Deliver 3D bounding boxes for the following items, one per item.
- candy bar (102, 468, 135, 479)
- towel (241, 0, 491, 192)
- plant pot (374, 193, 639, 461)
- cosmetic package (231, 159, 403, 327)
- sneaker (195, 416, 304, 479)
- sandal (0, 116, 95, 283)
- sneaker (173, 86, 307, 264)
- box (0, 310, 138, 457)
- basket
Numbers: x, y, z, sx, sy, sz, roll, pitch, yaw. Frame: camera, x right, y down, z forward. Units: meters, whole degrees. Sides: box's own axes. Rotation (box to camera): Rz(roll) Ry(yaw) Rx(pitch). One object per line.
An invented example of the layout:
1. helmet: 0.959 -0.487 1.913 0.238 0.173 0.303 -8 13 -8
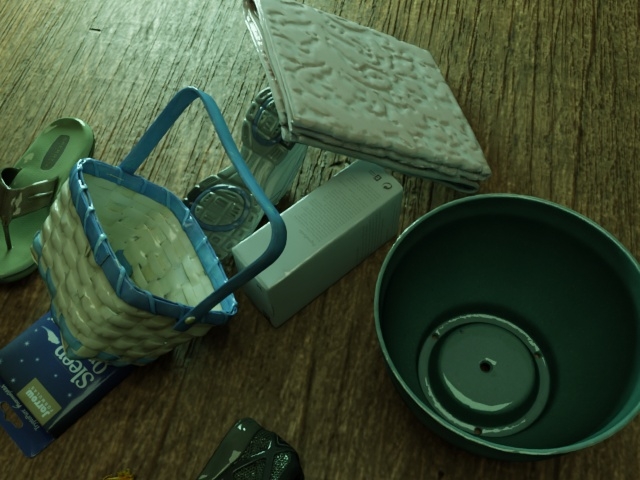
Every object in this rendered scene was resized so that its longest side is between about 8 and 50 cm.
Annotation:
1. candy bar: -0.225 0.342 0.763 0.040 0.018 0.161 -10 60 -4
2. towel: 0.063 -0.217 0.965 0.332 0.053 0.317 11 45 -30
3. plant pot: 0.204 0.120 0.777 0.293 0.196 0.293 -1 59 1
4. cosmetic package: 0.000 0.000 0.905 0.231 0.117 0.085 -35 63 -19
5. sneaker: -0.091 0.316 0.732 0.130 0.087 0.227 23 57 22
6. sandal: -0.430 -0.075 0.982 0.120 0.086 0.302 8 59 7
7. sneaker: -0.093 -0.071 0.959 0.111 0.129 0.297 34 84 18
8. box: -0.323 0.152 0.872 0.136 0.036 0.225 39 68 22
9. basket: -0.191 -0.009 0.797 0.289 0.201 0.254 -42 58 22
